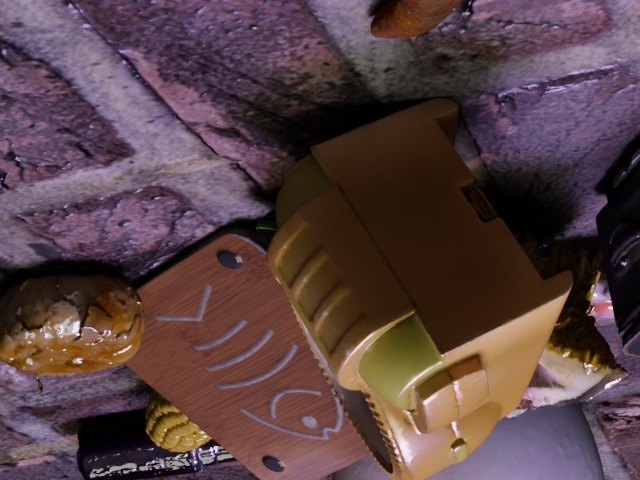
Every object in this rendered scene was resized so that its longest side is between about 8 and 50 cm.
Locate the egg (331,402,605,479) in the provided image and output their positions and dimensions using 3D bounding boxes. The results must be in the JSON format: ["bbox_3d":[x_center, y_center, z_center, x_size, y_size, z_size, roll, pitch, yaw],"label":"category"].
[{"bbox_3d":[0.198,0.388,2.491,0.354,0.340,0.354,-6,159,-2],"label":"egg"}]

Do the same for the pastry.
[{"bbox_3d":[-0.240,0.080,1.862,0.153,0.081,0.153,-5,149,-3],"label":"pastry"}]

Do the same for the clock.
[{"bbox_3d":[0.075,0.066,1.650,0.200,0.244,0.317,-24,153,-10],"label":"clock"}]

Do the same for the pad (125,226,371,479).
[{"bbox_3d":[-0.057,0.124,1.905,0.284,0.018,0.286,42,139,-16],"label":"pad"}]

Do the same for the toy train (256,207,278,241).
[{"bbox_3d":[0.000,0.000,1.794,0.044,0.042,0.209,6,166,25],"label":"toy train"}]

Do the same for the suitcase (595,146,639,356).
[{"bbox_3d":[0.470,-0.004,1.758,0.434,0.194,0.283,-1,158,-14],"label":"suitcase"}]

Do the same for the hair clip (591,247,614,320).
[{"bbox_3d":[0.283,0.055,2.025,0.146,0.075,0.257,-7,165,-14],"label":"hair clip"}]

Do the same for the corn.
[{"bbox_3d":[-0.124,0.162,2.103,0.106,0.106,0.293,-2,161,-16],"label":"corn"}]

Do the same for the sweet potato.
[{"bbox_3d":[0.064,-0.186,1.307,0.078,0.058,0.255,6,163,7],"label":"sweet potato"}]

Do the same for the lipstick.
[{"bbox_3d":[-0.139,0.236,2.315,0.300,0.081,0.081,-7,160,1],"label":"lipstick"}]

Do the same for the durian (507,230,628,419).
[{"bbox_3d":[0.158,0.051,1.834,0.195,0.185,0.305,33,173,-13],"label":"durian"}]
